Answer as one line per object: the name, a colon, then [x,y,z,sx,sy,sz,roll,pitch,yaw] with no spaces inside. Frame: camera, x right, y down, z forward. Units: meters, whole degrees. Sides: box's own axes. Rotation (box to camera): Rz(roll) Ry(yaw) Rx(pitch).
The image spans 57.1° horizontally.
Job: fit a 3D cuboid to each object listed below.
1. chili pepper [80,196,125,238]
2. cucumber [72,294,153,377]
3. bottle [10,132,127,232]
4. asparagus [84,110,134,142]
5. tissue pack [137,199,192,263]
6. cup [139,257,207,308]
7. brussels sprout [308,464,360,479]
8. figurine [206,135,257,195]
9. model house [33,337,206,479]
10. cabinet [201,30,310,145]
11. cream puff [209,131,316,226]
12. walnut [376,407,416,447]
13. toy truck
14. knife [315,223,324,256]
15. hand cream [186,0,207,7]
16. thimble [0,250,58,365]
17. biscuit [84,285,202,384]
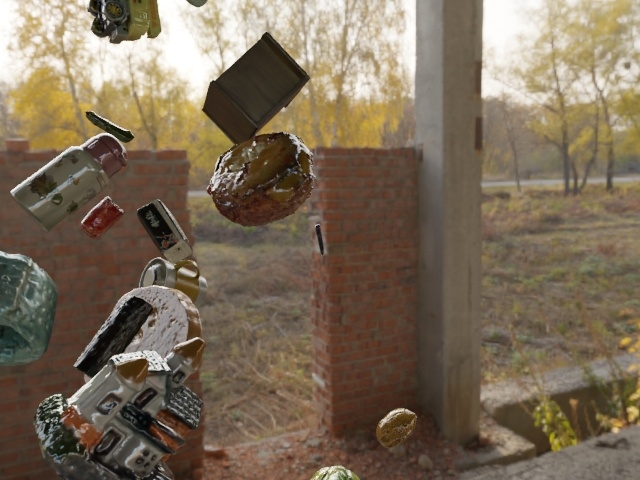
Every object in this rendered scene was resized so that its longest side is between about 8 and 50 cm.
chili pepper: [-0.636,-0.064,1.698,0.070,0.123,0.073,40,-11,23]
cucumber: [-0.473,0.218,1.354,0.078,0.211,0.062,31,-26,-2]
bottle: [-0.547,-0.140,1.312,0.253,0.120,0.120,-44,26,-19]
asparagus: [-0.423,-0.228,1.179,0.108,0.025,0.021,30,-32,-6]
tissue pack: [-0.458,-0.025,1.734,0.090,0.170,0.103,-32,-24,-11]
cup: [-0.559,0.165,2.308,0.226,0.241,0.185,25,32,-45]
brussels sprout: [0.014,0.648,1.404,0.161,0.223,0.223,24,9,1]
figurine: [-0.270,-0.239,2.130,0.287,0.176,0.186,-44,14,1]
model house: [-0.304,0.301,1.052,0.301,0.271,0.190,-49,28,-16]
cabinet: [-0.159,-0.339,1.355,0.175,0.148,0.215,-47,8,-15]
cream puff: [-0.118,-0.128,1.279,0.240,0.164,0.240,-22,32,15]
walnut: [0.183,0.468,1.487,0.052,0.121,0.091,41,13,-20]
toy truck: [-0.473,-0.613,1.418,0.157,0.272,0.124,-8,-2,-38]
knife: [0.000,0.000,2.015,0.018,0.121,0.031,-10,23,3]
hand cream: [-0.378,-0.627,1.324,0.067,0.109,0.320,-19,-21,33]
thimble: [-0.591,0.126,1.082,0.198,0.143,0.235,18,-41,-28]
biscuit: [-0.468,0.295,1.564,0.385,0.365,0.062,16,-13,43]
